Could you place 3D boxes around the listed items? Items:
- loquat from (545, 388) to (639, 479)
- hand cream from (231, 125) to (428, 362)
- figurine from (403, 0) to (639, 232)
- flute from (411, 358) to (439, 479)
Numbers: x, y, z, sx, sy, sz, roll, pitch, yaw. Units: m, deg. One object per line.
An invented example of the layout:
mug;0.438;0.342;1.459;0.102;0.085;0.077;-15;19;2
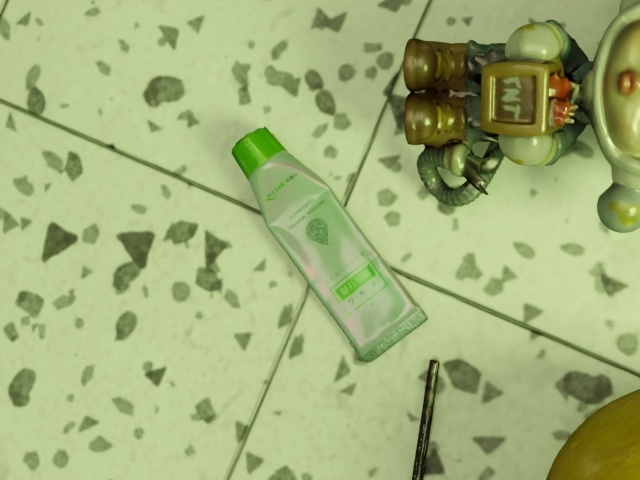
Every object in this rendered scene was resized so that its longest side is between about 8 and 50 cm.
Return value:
loquat;0.314;0.263;1.135;0.275;0.275;0.274;-2;83;18
hand cream;0.000;0.000;1.388;0.275;0.050;0.079;54;128;12
figurine;0.269;-0.145;1.232;0.382;0.186;0.261;3;107;16
flute;0.098;0.257;1.336;0.014;0.014;0.269;7;86;19
